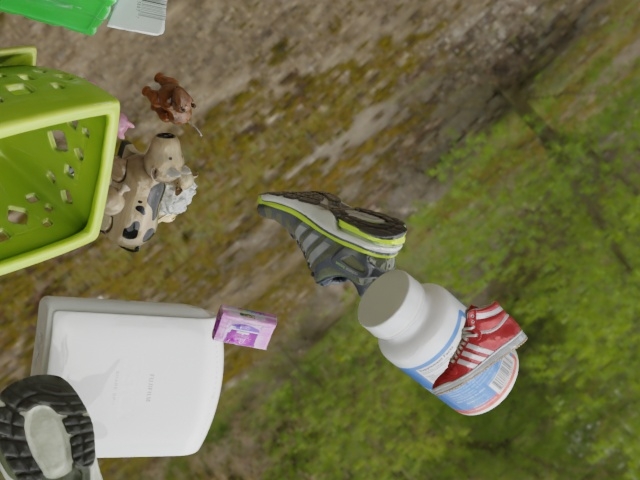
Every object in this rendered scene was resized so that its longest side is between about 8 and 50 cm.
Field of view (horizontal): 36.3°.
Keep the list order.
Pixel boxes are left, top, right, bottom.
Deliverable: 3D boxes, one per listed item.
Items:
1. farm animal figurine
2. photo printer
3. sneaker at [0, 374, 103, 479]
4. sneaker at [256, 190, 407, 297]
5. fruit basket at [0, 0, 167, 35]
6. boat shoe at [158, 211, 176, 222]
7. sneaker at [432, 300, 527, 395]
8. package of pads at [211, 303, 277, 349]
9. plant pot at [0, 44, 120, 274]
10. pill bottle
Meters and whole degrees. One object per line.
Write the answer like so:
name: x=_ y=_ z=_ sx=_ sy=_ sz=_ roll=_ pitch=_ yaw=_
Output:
farm animal figurine: x=-0.312 y=-0.110 z=1.602 sx=0.330 sy=0.172 sz=0.326 roll=-33 pitch=148 yaw=-38
photo printer: x=-0.304 y=0.222 z=1.560 sx=0.308 sy=0.256 sz=0.107 roll=7 pitch=-174 yaw=-30
sneaker: x=-0.362 y=0.397 z=1.349 sx=0.158 sy=0.410 sz=0.182 roll=-8 pitch=166 yaw=-32
sneaker: x=0.000 y=0.000 z=1.431 sx=0.111 sy=0.300 sz=0.121 roll=-2 pitch=107 yaw=-37
fruit basket: x=-0.341 y=-0.442 z=1.214 sx=0.327 sy=0.353 sz=0.165 roll=10 pitch=154 yaw=-26
boat shoe: x=-0.349 y=-0.068 z=2.186 sx=0.170 sy=0.059 sz=0.063 roll=-26 pitch=-155 yaw=21
sneaker: x=0.159 y=0.114 z=1.065 sx=0.118 sy=0.067 sz=0.042 roll=-35 pitch=178 yaw=1
package of pads: x=-0.106 y=0.122 z=1.361 sx=0.032 sy=0.083 sz=0.050 roll=-109 pitch=-144 yaw=-57
plant pot: x=-0.410 y=-0.111 z=1.211 sx=0.227 sy=0.207 sz=0.228 roll=-22 pitch=143 yaw=-44
pill bottle: x=0.156 y=0.134 z=1.320 sx=0.124 sy=0.221 sz=0.124 roll=-36 pitch=-149 yaw=26
